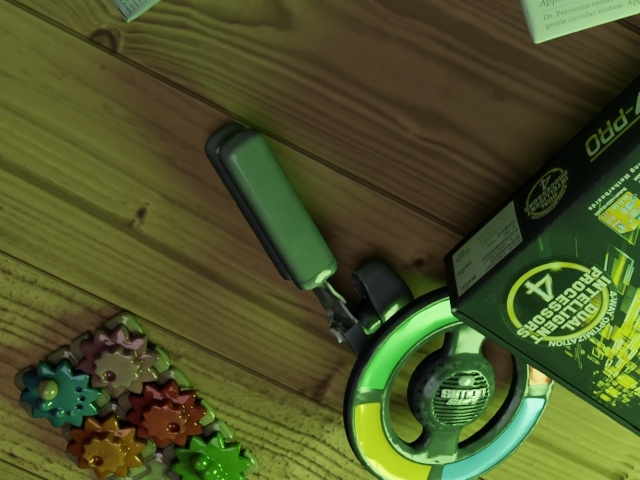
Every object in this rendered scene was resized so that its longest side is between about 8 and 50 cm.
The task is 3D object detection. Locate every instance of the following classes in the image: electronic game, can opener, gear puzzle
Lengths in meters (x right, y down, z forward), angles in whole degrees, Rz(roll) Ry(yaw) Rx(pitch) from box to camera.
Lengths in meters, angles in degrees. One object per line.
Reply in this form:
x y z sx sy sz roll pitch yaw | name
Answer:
0.129 0.146 1.224 0.229 0.048 0.229 -9 116 -19 | electronic game
0.000 0.000 1.194 0.095 0.076 0.283 -36 115 -13 | can opener
-0.173 0.240 1.341 0.175 0.044 0.339 -30 113 19 | gear puzzle

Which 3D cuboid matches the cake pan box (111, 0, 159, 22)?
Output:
-0.141 -0.347 0.998 0.246 0.070 0.267 -34 112 18 | cake pan box

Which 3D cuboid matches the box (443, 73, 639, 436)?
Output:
0.353 -0.004 1.092 0.318 0.097 0.395 33 119 -23 | box

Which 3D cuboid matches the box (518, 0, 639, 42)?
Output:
0.225 -0.258 0.957 0.181 0.182 0.119 -15 119 12 | box
